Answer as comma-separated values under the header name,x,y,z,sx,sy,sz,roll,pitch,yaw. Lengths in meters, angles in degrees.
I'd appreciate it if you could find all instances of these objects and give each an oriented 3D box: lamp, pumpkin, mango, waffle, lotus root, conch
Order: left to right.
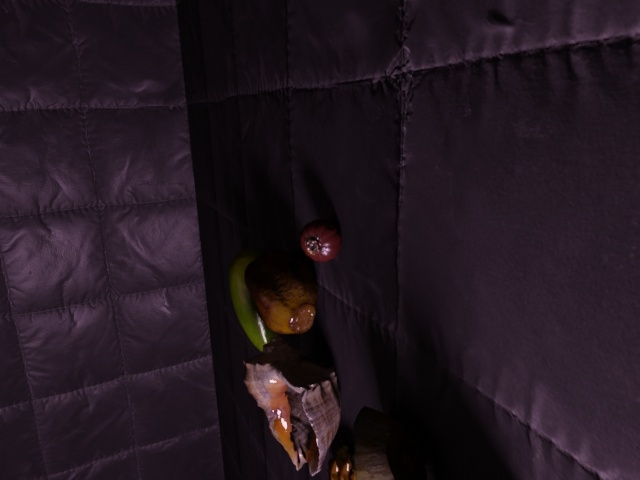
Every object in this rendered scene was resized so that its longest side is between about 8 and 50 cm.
name,x,y,z,sx,sy,sz,roll,pitch,yaw
mango,-0.208,0.194,1.550,0.192,0.156,0.343,156,100,-74
lotus root,-0.095,0.134,1.267,0.291,0.193,0.193,-131,39,-60
conch,-0.041,0.404,1.215,0.352,0.210,0.297,62,156,-7
lamp,0.000,0.000,1.097,0.101,0.090,0.101,7,106,25
waffle,0.099,0.661,1.133,0.302,0.068,0.324,-52,53,59
pumpkin,0.138,0.423,0.895,0.110,0.217,0.217,-15,83,27

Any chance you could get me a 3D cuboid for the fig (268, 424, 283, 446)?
name,x,y,z,sx,sy,sz,roll,pitch,yaw
fig,-0.092,0.578,1.461,0.136,0.120,0.153,46,134,-10
